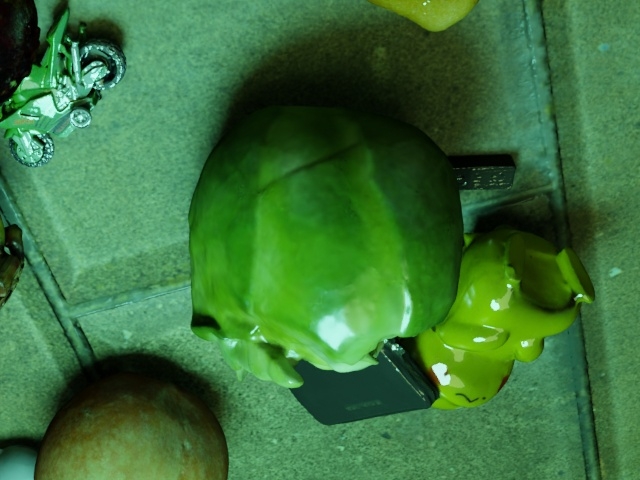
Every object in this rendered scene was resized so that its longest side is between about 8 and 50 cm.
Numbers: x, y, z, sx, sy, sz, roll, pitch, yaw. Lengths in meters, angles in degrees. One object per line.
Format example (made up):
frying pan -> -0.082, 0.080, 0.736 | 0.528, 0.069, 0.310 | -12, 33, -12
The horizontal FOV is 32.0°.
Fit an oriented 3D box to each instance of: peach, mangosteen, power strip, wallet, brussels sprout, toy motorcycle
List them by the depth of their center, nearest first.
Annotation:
mangosteen -> -0.377, -0.221, 1.136 | 0.184, 0.172, 0.172 | 36, 116, -6
toy motorcycle -> -0.303, -0.166, 1.245 | 0.106, 0.074, 0.190 | 38, 114, -21
brussels sprout -> 0.000, 0.000, 1.275 | 0.276, 0.315, 0.371 | -9, 169, -33
power strip -> 0.188, -0.084, 1.396 | 0.111, 0.029, 0.038 | -2, 127, -7
wallet -> 0.042, 0.181, 1.470 | 0.250, 0.044, 0.149 | -19, 116, 49
peach -> -0.251, 0.297, 1.494 | 0.252, 0.252, 0.252 | -4, 127, -5

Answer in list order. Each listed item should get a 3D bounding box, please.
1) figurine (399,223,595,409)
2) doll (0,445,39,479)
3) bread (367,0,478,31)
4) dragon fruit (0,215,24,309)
figurine -> 0.188, 0.111, 1.452 | 0.218, 0.169, 0.327 | 18, 125, -26
doll -> -0.370, 0.393, 1.605 | 0.151, 0.151, 0.287 | -39, 119, 20
bread -> 0.075, -0.329, 1.142 | 0.245, 0.121, 0.174 | 23, 119, -25
dragon fruit -> -0.482, -0.019, 1.223 | 0.315, 0.250, 0.250 | 14, 123, -21
